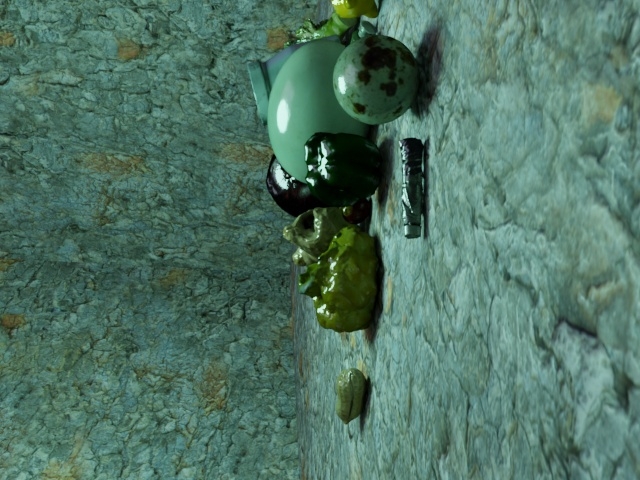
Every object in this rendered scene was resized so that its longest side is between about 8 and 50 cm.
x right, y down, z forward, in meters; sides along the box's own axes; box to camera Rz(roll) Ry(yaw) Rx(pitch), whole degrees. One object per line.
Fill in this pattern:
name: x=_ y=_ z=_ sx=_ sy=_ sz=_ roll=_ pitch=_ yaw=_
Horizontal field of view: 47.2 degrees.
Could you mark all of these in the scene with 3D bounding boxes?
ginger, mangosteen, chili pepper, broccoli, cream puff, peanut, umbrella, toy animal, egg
ginger: x=0.000 y=0.000 z=1.995 sx=0.221 sy=0.275 sz=0.130 roll=-28 pitch=64 yaw=33
mangosteen: x=0.088 y=-0.082 z=1.889 sx=0.081 sy=0.081 sz=0.081 roll=-177 pitch=90 yaw=-84
mangosteen: x=-0.024 y=-0.199 z=2.276 sx=0.287 sy=0.287 sz=0.233 roll=-97 pitch=22 yaw=-57
chili pepper: x=0.071 y=-0.175 z=1.767 sx=0.165 sy=0.261 sz=0.174 roll=-27 pitch=69 yaw=35
broccoli: x=0.021 y=-0.645 z=2.397 sx=0.252 sy=0.221 sz=0.361 roll=-51 pitch=8 yaw=0
cream puff: x=0.037 y=0.095 z=1.787 sx=0.282 sy=0.185 sz=0.282 roll=-179 pitch=90 yaw=-85
peanut: x=0.073 y=0.379 z=1.798 sx=0.080 sy=0.080 sz=0.174 roll=-96 pitch=9 yaw=-55
umbrella: x=0.170 y=-0.096 z=1.344 sx=0.050 sy=0.046 sz=0.188 roll=48 pitch=-140 yaw=-73
toy animal: x=0.093 y=-0.694 z=1.897 sx=0.156 sy=0.156 sz=0.230 roll=-178 pitch=90 yaw=-84
egg: x=-0.003 y=-0.334 z=1.942 sx=0.276 sy=0.276 sz=0.389 roll=-100 pitch=14 yaw=-64
egg: x=0.110 y=-0.310 z=1.437 sx=0.231 sy=0.169 sz=0.169 roll=23 pitch=-110 yaw=-84

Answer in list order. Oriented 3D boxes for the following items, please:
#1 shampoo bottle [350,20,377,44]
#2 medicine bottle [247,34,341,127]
shampoo bottle: x=0.110 y=-0.524 z=2.022 sx=0.204 sy=0.065 sz=0.065 roll=106 pitch=166 yaw=-62
medicine bottle: x=-0.062 y=-0.472 z=2.234 sx=0.245 sy=0.290 sz=0.245 roll=164 pitch=90 yaw=-87
